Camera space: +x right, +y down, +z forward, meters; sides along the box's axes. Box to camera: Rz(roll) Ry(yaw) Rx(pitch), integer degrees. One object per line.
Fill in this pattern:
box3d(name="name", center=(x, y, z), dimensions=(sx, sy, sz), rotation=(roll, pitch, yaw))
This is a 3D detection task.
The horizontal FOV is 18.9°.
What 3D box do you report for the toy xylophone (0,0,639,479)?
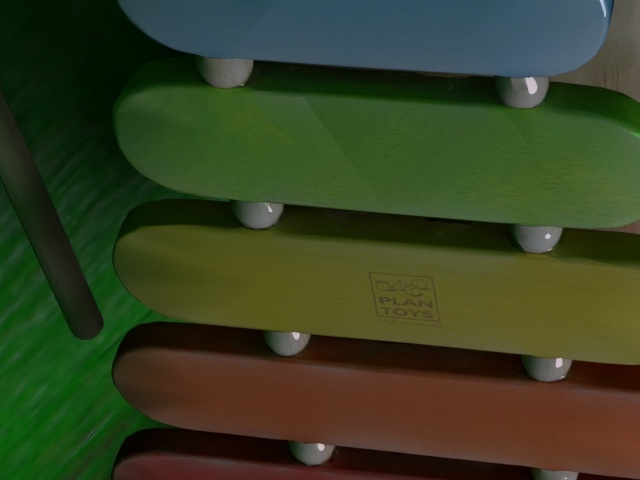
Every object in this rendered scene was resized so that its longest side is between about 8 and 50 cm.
box3d(name="toy xylophone", center=(0.000, 0.000, 0.530), dimensions=(0.322, 0.236, 0.081), rotation=(68, 29, -43))
